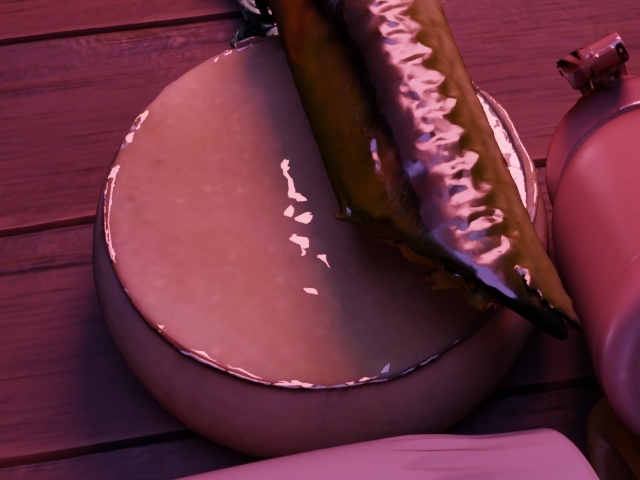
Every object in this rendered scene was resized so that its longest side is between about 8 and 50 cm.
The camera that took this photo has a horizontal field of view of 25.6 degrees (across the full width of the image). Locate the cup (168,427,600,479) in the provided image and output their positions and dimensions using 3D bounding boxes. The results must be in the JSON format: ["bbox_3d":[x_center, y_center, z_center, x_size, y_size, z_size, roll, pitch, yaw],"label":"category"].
[{"bbox_3d":[-0.012,0.247,0.824,0.371,0.253,0.253,-14,59,-9],"label":"cup"}]

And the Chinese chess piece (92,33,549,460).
[{"bbox_3d":[0.000,0.000,1.045,0.338,0.140,0.338,-2,58,3],"label":"Chinese chess piece"}]

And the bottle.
[{"bbox_3d":[0.239,-0.014,0.952,0.173,0.206,0.297,-26,28,13],"label":"bottle"}]

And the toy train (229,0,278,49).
[{"bbox_3d":[-0.044,-0.231,1.233,0.099,0.070,0.172,-13,58,-18],"label":"toy train"}]

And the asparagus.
[{"bbox_3d":[0.052,-0.080,0.947,0.128,0.108,0.382,-16,60,-6],"label":"asparagus"}]

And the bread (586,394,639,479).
[{"bbox_3d":[0.280,0.140,0.978,0.173,0.085,0.134,-19,59,-10],"label":"bread"}]
